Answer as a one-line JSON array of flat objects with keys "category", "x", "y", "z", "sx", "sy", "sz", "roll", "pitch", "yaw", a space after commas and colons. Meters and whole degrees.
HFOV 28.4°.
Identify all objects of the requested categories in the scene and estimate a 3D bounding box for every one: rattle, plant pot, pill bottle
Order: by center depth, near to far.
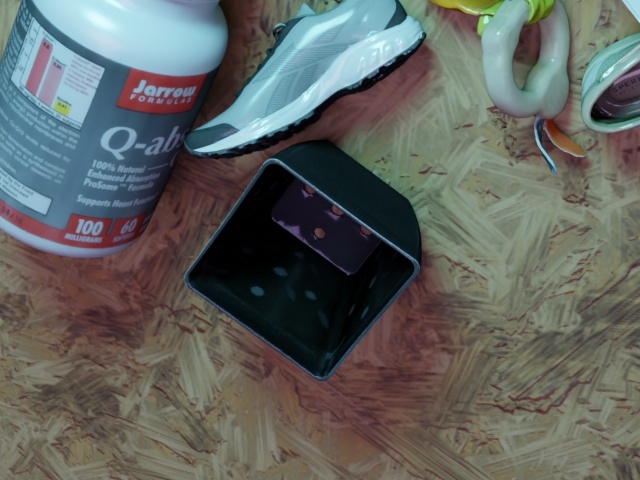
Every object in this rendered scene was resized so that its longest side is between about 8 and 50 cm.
[{"category": "rattle", "x": 0.181, "y": -0.164, "z": 1.276, "sx": 0.143, "sy": 0.130, "sz": 0.199, "roll": 2, "pitch": 143, "yaw": 28}, {"category": "pill bottle", "x": -0.220, "y": -0.177, "z": 1.309, "sx": 0.210, "sy": 0.210, "sz": 0.363, "roll": 29, "pitch": 121, "yaw": 1}, {"category": "plant pot", "x": 0.000, "y": 0.000, "z": 1.355, "sx": 0.188, "sy": 0.167, "sz": 0.187, "roll": 37, "pitch": 121, "yaw": -2}]

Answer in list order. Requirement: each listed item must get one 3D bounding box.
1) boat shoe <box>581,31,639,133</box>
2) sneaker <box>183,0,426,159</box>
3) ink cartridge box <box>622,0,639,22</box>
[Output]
[{"category": "boat shoe", "x": 0.383, "y": -0.184, "z": 1.183, "sx": 0.302, "sy": 0.098, "sz": 0.109, "roll": -25, "pitch": 106, "yaw": 26}, {"category": "sneaker", "x": -0.028, "y": -0.171, "z": 1.304, "sx": 0.271, "sy": 0.100, "sz": 0.108, "roll": -33, "pitch": 90, "yaw": 5}, {"category": "ink cartridge box", "x": 0.339, "y": -0.286, "z": 1.112, "sx": 0.191, "sy": 0.082, "sz": 0.139, "roll": -41, "pitch": 62, "yaw": 24}]
